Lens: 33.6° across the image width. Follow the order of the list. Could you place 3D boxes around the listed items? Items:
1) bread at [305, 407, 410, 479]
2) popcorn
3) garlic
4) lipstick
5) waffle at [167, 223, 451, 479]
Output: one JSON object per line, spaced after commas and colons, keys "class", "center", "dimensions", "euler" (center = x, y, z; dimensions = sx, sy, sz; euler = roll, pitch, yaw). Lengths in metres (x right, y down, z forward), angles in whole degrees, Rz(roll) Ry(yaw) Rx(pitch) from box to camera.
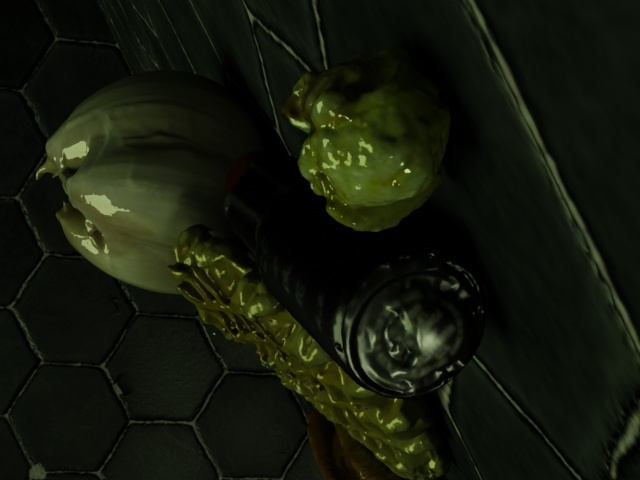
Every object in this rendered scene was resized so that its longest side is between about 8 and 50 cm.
{"class": "bread", "center": [0.061, 0.236, 0.993], "dimensions": [0.139, 0.077, 0.271], "euler": [55, 177, -12]}
{"class": "popcorn", "center": [0.021, -0.036, 0.409], "dimensions": [0.068, 0.059, 0.083], "euler": [56, 178, 43]}
{"class": "garlic", "center": [-0.143, -0.061, 0.931], "dimensions": [0.281, 0.203, 0.185], "euler": [-106, 25, -73]}
{"class": "lipstick", "center": [0.000, 0.000, 0.587], "dimensions": [0.081, 0.081, 0.299], "euler": [66, 172, -20]}
{"class": "waffle", "center": [-0.001, 0.095, 0.819], "dimensions": [0.250, 0.056, 0.261], "euler": [33, 163, 24]}
